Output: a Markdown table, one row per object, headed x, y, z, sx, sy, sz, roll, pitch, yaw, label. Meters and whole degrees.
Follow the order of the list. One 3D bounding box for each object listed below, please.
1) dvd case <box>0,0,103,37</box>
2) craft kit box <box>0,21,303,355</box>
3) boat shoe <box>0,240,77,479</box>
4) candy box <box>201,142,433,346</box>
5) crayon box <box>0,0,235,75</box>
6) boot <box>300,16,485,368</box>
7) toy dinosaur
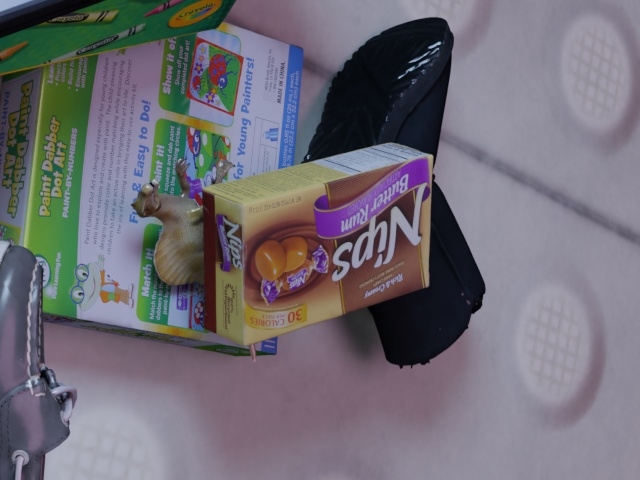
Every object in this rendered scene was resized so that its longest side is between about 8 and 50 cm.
| x | y | z | sx | sy | sz | roll | pitch | yaw | label |
| --- | --- | --- | --- | --- | --- | --- | --- | --- | --- |
| -0.217 | -0.244 | 1.134 | 0.180 | 0.022 | 0.253 | -29 | 73 | -43 | dvd case |
| -0.127 | -0.051 | 1.324 | 0.246 | 0.061 | 0.250 | 15 | 76 | -45 | craft kit box |
| -0.199 | 0.171 | 1.167 | 0.095 | 0.112 | 0.335 | 10 | 90 | -5 | boat shoe |
| 0.000 | 0.000 | 1.307 | 0.186 | 0.053 | 0.109 | -15 | 114 | -38 | candy box |
| -0.198 | -0.204 | 1.188 | 0.278 | 0.081 | 0.165 | -19 | 67 | -40 | crayon box |
| 0.077 | -0.040 | 1.496 | 0.207 | 0.094 | 0.246 | 62 | 38 | -33 | boot |
| -0.083 | 0.001 | 1.303 | 0.093 | 0.053 | 0.183 | -51 | 132 | -21 | toy dinosaur |
